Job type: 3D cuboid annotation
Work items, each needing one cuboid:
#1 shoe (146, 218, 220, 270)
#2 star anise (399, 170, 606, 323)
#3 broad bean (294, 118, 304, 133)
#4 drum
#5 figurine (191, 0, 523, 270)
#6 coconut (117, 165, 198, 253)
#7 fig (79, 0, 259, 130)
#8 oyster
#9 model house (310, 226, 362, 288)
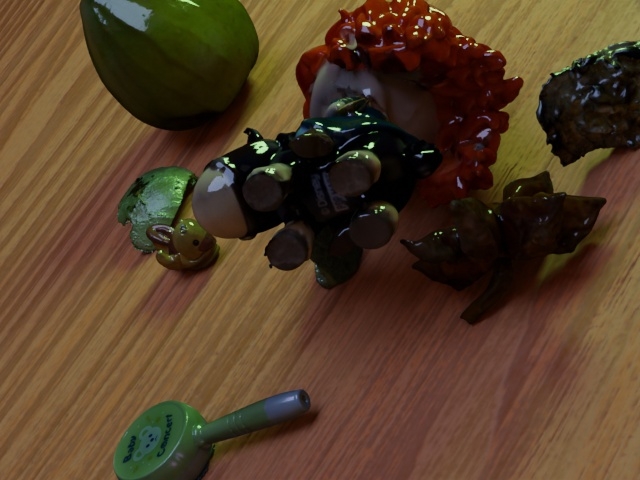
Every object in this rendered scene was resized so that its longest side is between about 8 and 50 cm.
[{"bbox_3d":[-0.185,0.007,1.841,0.072,0.069,0.109,-49,26,-11],"label":"shoe"},{"bbox_3d":[0.183,-0.007,1.399,0.196,0.111,0.212,-32,-10,-17],"label":"star anise"},{"bbox_3d":[0.018,-0.180,1.863,0.065,0.046,0.254,11,60,45],"label":"broad bean"},{"bbox_3d":[-0.121,0.200,1.547,0.253,0.049,0.130,-32,33,16],"label":"drum"},{"bbox_3d":[0.041,-0.109,1.517,0.412,0.241,0.306,-44,15,-35],"label":"figurine"},{"bbox_3d":[-0.238,-0.061,1.999,0.133,0.055,0.158,-44,32,0],"label":"coconut"},{"bbox_3d":[-0.231,-0.294,2.071,0.239,0.271,0.239,-43,25,26],"label":"fig"},{"bbox_3d":[0.307,-0.148,1.450,0.177,0.105,0.056,-23,16,-9],"label":"oyster"},{"bbox_3d":[0.000,0.000,1.626,0.066,0.083,0.079,-29,34,24],"label":"model house"}]
